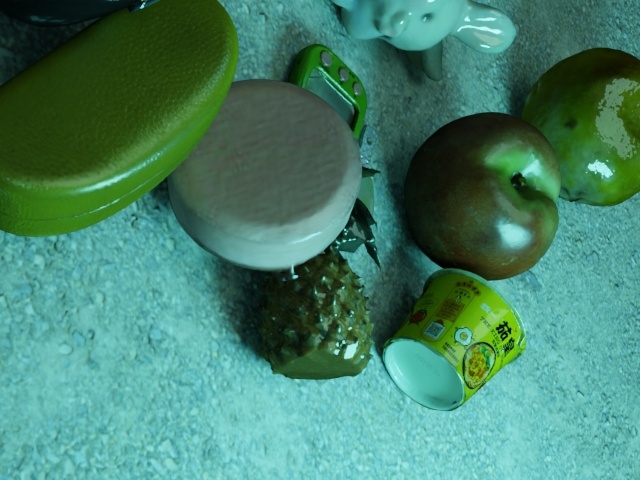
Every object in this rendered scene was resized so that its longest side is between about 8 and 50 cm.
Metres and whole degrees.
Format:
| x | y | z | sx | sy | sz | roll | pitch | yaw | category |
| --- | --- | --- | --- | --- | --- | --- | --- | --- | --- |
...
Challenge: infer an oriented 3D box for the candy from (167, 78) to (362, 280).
| x | y | z | sx | sy | sz | roll | pitch | yaw | category |
| --- | --- | --- | --- | --- | --- | --- | --- | --- | --- |
| -0.069 | -0.078 | 1.488 | 0.255 | 0.094 | 0.255 | 4 | 63 | -8 | candy |

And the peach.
| x | y | z | sx | sy | sz | roll | pitch | yaw | category |
| --- | --- | --- | --- | --- | --- | --- | --- | --- | --- |
| 0.240 | -0.065 | 1.799 | 0.252 | 0.252 | 0.252 | 15 | 69 | -44 | peach |

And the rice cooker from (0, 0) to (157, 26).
| x | y | z | sx | sy | sz | roll | pitch | yaw | category |
| --- | --- | --- | --- | --- | --- | --- | --- | --- | --- |
| -0.256 | -0.353 | 1.253 | 0.267 | 0.224 | 0.267 | -2 | 94 | -34 | rice cooker |

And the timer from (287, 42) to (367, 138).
| x | y | z | sx | sy | sz | roll | pitch | yaw | category |
| --- | --- | --- | --- | --- | --- | --- | --- | --- | --- |
| 0.008 | -0.208 | 1.727 | 0.140 | 0.047 | 0.128 | 40 | 51 | -33 | timer |

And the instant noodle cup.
| x | y | z | sx | sy | sz | roll | pitch | yaw | category |
| --- | --- | --- | --- | --- | --- | --- | --- | --- | --- |
| 0.187 | 0.154 | 1.736 | 0.144 | 0.182 | 0.182 | -44 | 112 | -35 | instant noodle cup |

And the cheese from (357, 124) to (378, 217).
| x | y | z | sx | sy | sz | roll | pitch | yaw | category |
| --- | --- | --- | --- | --- | --- | --- | --- | --- | --- |
| 0.052 | -0.090 | 1.749 | 0.097 | 0.037 | 0.192 | 40 | 52 | -35 | cheese |

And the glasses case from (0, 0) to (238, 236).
| x | y | z | sx | sy | sz | roll | pitch | yaw | category |
| --- | --- | --- | --- | --- | --- | --- | --- | --- | --- |
| -0.236 | -0.138 | 1.347 | 0.173 | 0.141 | 0.371 | 43 | 57 | 4 | glasses case |

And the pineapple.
| x | y | z | sx | sy | sz | roll | pitch | yaw | category |
| --- | --- | --- | --- | --- | --- | --- | --- | --- | --- |
| 0.002 | 0.000 | 1.581 | 0.165 | 0.165 | 0.364 | 22 | 63 | -42 | pineapple |

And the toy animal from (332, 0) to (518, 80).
| x | y | z | sx | sy | sz | roll | pitch | yaw | category |
| --- | --- | --- | --- | --- | --- | --- | --- | --- | --- |
| 0.132 | -0.407 | 1.809 | 0.367 | 0.196 | 0.241 | 55 | 44 | -18 | toy animal |

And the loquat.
| x | y | z | sx | sy | sz | roll | pitch | yaw | category |
| --- | --- | --- | --- | --- | --- | --- | --- | --- | --- |
| 0.483 | -0.192 | 2.088 | 0.276 | 0.276 | 0.284 | 39 | 70 | -34 | loquat |
